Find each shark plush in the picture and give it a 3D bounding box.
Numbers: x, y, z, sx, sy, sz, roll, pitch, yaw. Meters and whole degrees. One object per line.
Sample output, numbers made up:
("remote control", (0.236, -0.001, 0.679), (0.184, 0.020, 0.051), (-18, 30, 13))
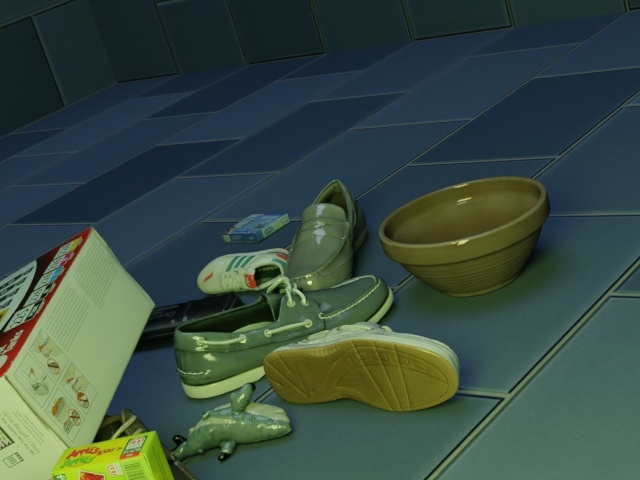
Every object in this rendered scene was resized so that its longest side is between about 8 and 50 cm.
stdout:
("shark plush", (-0.117, 0.226, 1.389), (0.161, 0.073, 0.067), (-16, 48, -11))

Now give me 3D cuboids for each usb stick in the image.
("usb stick", (-0.247, 0.129, 1.790), (0.278, 0.045, 0.077), (-11, 26, 18))

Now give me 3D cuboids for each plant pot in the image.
("plant pot", (0.206, 0.005, 1.636), (0.237, 0.110, 0.237), (-15, 18, 5))

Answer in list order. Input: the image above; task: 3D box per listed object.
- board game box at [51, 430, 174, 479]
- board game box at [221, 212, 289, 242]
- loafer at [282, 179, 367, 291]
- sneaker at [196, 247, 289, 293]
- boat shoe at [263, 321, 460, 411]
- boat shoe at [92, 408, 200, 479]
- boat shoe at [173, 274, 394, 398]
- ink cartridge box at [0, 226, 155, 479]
("board game box", (-0.169, 0.271, 1.096), (0.092, 0.181, 0.043), (-13, 19, 13))
("board game box", (-0.117, -0.023, 2.148), (0.090, 0.020, 0.090), (-1, 23, 41))
("loafer", (0.000, 0.000, 1.830), (0.112, 0.112, 0.319), (-12, 19, 15))
("sneaker", (-0.122, 0.053, 1.873), (0.161, 0.057, 0.075), (-12, 13, 8))
("boat shoe", (0.058, 0.137, 1.410), (0.277, 0.098, 0.096), (-3, 24, 40))
("boat shoe", (-0.226, 0.256, 1.270), (0.132, 0.130, 0.355), (-31, 23, -34))
("boat shoe", (-0.048, 0.105, 1.594), (0.319, 0.099, 0.116), (-23, 19, -17))
("ink cartridge box", (-0.356, 0.162, 1.312), (0.271, 0.130, 0.309), (-29, 21, 20))
